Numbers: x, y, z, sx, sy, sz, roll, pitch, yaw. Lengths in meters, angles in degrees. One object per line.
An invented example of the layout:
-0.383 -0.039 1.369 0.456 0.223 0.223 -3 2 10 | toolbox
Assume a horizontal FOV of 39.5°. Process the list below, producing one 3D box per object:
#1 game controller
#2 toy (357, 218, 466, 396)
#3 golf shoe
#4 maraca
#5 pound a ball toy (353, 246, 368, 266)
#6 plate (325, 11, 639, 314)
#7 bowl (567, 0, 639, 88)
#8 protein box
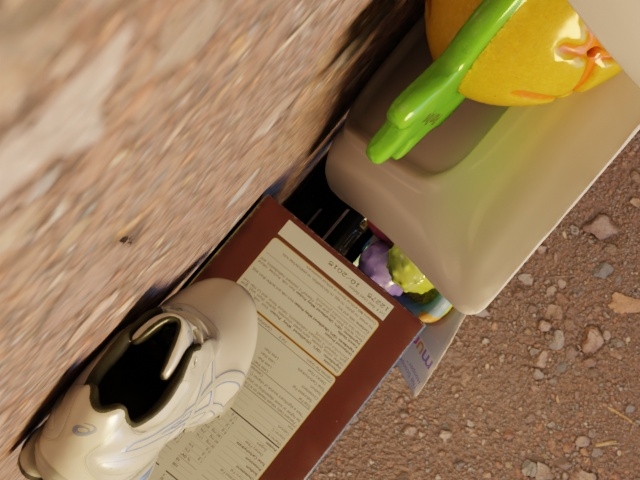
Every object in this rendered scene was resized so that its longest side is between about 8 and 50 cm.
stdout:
0.000 0.000 0.848 0.319 0.067 0.166 -50 -154 -11 | game controller
0.070 -0.009 0.666 0.237 0.056 0.136 -65 -145 36 | toy
-0.072 0.061 0.451 0.086 0.069 0.176 -57 177 37 | golf shoe
0.089 -0.102 0.382 0.185 0.099 0.127 -46 171 17 | maraca
0.043 -0.052 1.078 0.319 0.136 0.208 -50 -155 -7 | pound a ball toy
0.113 -0.117 0.530 0.278 0.045 0.277 -50 -159 5 | plate
0.142 -0.124 0.296 0.142 0.142 0.053 -51 -159 -14 | bowl
-0.058 0.101 0.640 0.201 0.136 0.200 -50 180 -12 | protein box
